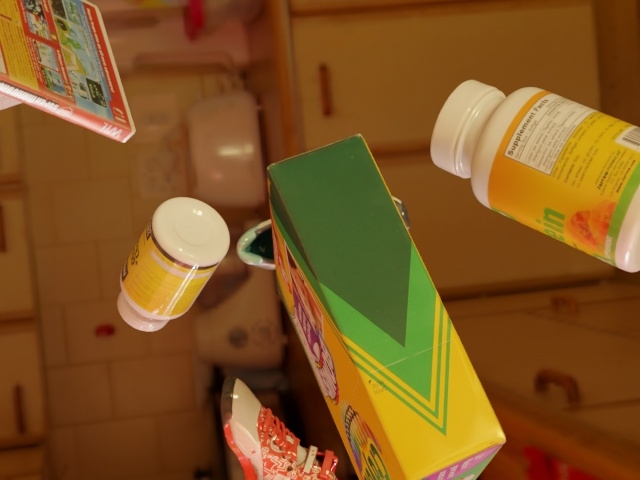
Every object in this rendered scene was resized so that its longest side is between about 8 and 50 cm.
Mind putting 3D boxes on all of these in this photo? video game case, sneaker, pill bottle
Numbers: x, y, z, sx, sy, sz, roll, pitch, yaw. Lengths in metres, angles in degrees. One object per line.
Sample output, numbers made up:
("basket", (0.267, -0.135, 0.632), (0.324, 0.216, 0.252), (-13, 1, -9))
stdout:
("video game case", (-0.329, -0.225, 1.304), (0.025, 0.285, 0.204), (-39, 53, 26))
("sneaker", (0.000, 0.000, 1.894), (0.122, 0.283, 0.110), (-12, -92, -62))
("pill bottle", (0.242, -0.076, 1.280), (0.245, 0.136, 0.136), (27, 135, 27))
("pill bottle", (-0.194, 0.036, 1.581), (0.184, 0.103, 0.103), (-53, 39, 43))
("sneaker", (-0.054, 0.312, 1.886), (0.090, 0.145, 0.270), (-73, -27, -57))

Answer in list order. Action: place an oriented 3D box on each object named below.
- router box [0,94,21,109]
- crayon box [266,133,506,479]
("router box", (-0.576, -0.235, 1.619), (0.335, 0.301, 0.082), (-7, 74, 44))
("crayon box", (0.052, 0.113, 1.247), (0.363, 0.106, 0.313), (90, 158, -70))
